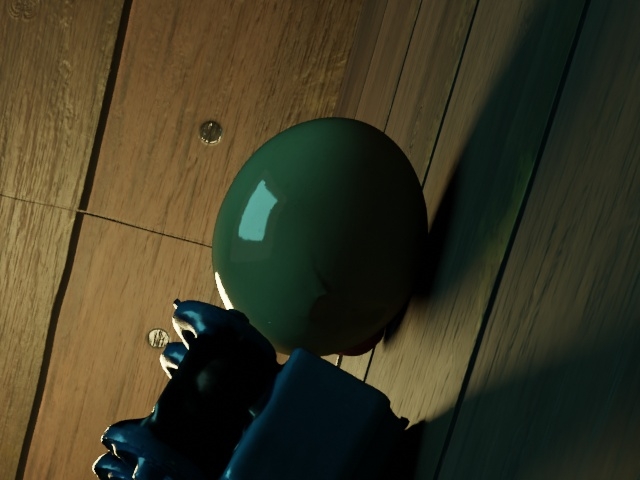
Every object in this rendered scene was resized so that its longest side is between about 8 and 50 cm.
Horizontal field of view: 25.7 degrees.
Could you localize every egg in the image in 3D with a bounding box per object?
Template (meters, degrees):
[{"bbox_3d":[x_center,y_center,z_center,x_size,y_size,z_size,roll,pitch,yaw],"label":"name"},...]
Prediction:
[{"bbox_3d":[0.000,0.000,1.444,0.219,0.219,0.269,-81,12,-46],"label":"egg"}]

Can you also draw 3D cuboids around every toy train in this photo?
[{"bbox_3d":[-0.066,0.204,1.345,0.188,0.265,0.300,-61,-1,-24],"label":"toy train"}]

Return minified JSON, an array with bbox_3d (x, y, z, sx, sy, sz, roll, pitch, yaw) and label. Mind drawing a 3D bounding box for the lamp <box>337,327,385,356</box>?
[{"bbox_3d":[0.031,0.078,1.592,0.107,0.092,0.107,5,97,54],"label":"lamp"}]
